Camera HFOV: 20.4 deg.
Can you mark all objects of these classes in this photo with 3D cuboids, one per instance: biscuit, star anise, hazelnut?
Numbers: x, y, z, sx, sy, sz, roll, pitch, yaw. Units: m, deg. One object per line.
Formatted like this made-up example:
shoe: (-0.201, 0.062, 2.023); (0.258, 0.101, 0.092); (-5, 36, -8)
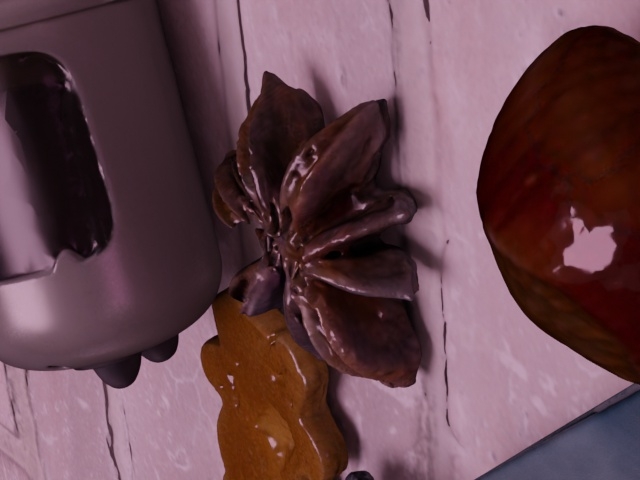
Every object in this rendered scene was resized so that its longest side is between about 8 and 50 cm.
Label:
biscuit: (-0.035, 0.151, 1.428); (0.184, 0.035, 0.249); (37, 139, 44)
star anise: (0.000, 0.000, 1.230); (0.236, 0.093, 0.229); (60, 143, 5)
hazelnut: (0.177, -0.008, 0.901); (0.202, 0.160, 0.170); (31, 165, -11)

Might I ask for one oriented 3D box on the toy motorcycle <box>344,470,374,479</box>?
toy motorcycle: (0.061, 0.280, 1.249); (0.260, 0.110, 0.171); (-131, 39, -60)

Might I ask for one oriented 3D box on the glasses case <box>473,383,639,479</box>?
glasses case: (0.175, 0.145, 1.095); (0.105, 0.056, 0.266); (40, 148, -3)

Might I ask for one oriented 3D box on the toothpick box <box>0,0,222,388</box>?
toothpick box: (-0.188, -0.039, 1.378); (0.229, 0.229, 0.316); (0, 107, 57)
